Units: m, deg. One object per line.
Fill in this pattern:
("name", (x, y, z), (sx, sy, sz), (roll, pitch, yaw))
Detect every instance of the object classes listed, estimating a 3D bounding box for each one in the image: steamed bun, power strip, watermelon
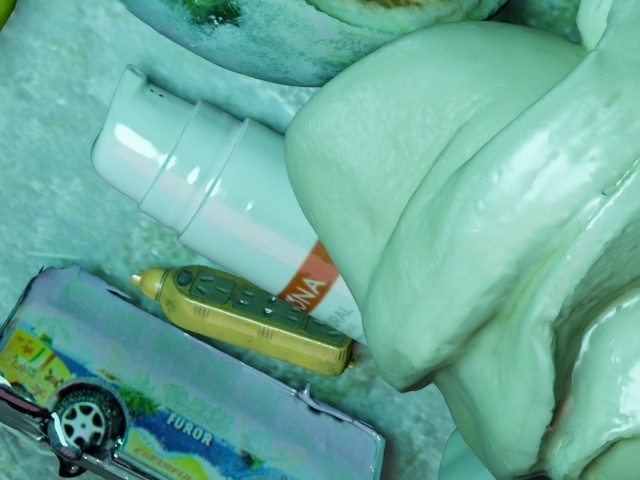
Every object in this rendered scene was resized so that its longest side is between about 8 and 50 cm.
("steamed bun", (0.185, 0.027, 1.110), (0.342, 0.255, 0.368), (-24, 147, 36))
("power strip", (-0.055, 0.054, 1.408), (0.178, 0.049, 0.028), (18, 127, 3))
("watermelon", (-0.061, -0.169, 1.134), (0.322, 0.175, 0.188), (36, 130, -12))

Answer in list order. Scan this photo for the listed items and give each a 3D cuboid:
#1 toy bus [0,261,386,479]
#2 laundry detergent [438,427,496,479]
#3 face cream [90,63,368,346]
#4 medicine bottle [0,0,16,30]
("toy bus", (-0.102, 0.143, 1.438), (0.317, 0.138, 0.112), (28, 162, -8))
("laundry detergent", (0.248, 0.180, 1.378), (0.280, 0.105, 0.215), (-21, 119, 30))
("face cream", (0.000, 0.000, 1.309), (0.345, 0.102, 0.102), (29, 132, -7))
("medicine bottle", (-0.310, -0.198, 1.234), (0.239, 0.124, 0.124), (24, 133, -3))
